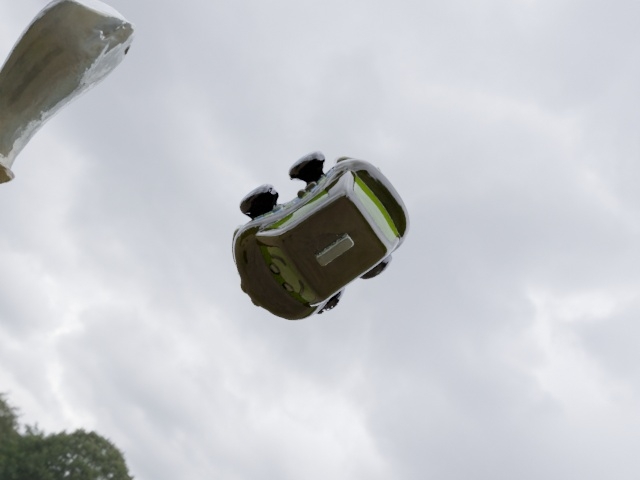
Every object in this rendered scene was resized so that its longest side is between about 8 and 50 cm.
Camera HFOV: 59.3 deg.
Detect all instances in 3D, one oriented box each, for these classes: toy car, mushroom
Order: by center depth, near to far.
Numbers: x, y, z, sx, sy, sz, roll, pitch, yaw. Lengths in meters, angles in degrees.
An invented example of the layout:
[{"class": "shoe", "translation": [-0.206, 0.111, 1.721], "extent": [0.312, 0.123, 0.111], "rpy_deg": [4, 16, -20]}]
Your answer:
[{"class": "mushroom", "translation": [-0.348, -0.190, 0.701], "extent": [0.103, 0.270, 0.118], "rpy_deg": [34, 9, -47]}, {"class": "toy car", "translation": [0.000, 0.000, 0.742], "extent": [0.204, 0.248, 0.198], "rpy_deg": [55, 1, -11]}]
